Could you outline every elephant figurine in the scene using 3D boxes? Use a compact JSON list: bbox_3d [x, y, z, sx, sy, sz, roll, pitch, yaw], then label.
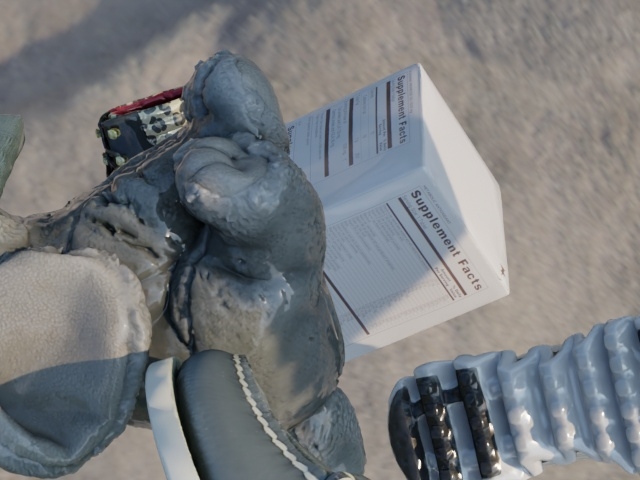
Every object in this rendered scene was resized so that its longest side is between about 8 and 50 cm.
[{"bbox_3d":[-0.122,0.025,0.786,0.239,0.169,0.186,-18,55,-13],"label":"elephant figurine"}]

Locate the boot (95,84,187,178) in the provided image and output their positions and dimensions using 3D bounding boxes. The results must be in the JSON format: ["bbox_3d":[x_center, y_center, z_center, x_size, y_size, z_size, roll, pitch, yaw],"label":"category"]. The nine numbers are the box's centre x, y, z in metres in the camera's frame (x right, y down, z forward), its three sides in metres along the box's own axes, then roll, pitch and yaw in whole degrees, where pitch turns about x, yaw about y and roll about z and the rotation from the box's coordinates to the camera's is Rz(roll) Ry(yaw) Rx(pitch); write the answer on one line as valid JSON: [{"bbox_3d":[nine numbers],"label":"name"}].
[{"bbox_3d":[-0.173,-0.018,1.611,0.236,0.085,0.178,-23,109,-22],"label":"boot"}]

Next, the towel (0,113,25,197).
[{"bbox_3d":[-0.358,0.043,1.158,0.312,0.056,0.324,-13,36,22],"label":"towel"}]

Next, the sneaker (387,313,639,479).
[{"bbox_3d":[0.190,0.099,1.194,0.292,0.118,0.110,-7,91,32],"label":"sneaker"}]

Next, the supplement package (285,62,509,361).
[{"bbox_3d":[0.000,0.000,1.399,0.244,0.139,0.134,-23,35,18],"label":"supplement package"}]

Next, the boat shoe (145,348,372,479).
[{"bbox_3d":[0.029,0.139,0.623,0.099,0.116,0.319,-27,42,-5],"label":"boat shoe"}]
